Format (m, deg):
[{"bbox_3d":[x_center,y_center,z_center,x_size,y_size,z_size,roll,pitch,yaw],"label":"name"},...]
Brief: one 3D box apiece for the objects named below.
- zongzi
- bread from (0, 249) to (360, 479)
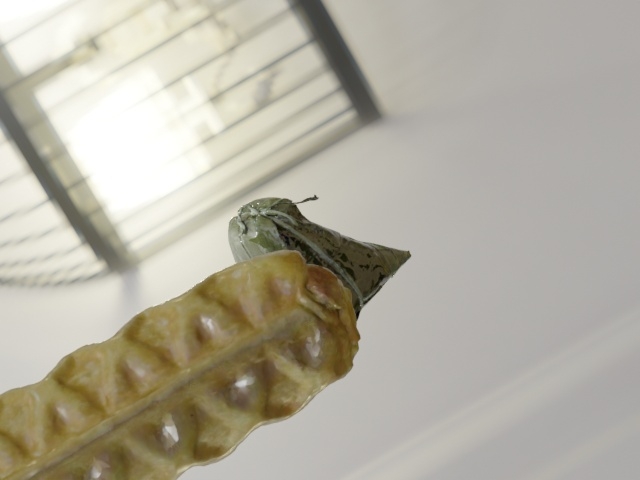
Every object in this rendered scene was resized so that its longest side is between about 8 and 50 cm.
[{"bbox_3d":[0.000,0.000,1.125,0.055,0.119,0.109,-8,119,46],"label":"zongzi"},{"bbox_3d":[-0.141,0.118,0.919,0.084,0.368,0.077,55,171,28],"label":"bread"}]
